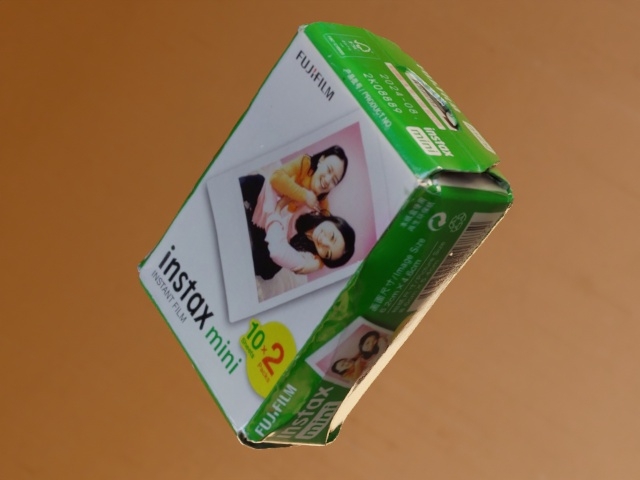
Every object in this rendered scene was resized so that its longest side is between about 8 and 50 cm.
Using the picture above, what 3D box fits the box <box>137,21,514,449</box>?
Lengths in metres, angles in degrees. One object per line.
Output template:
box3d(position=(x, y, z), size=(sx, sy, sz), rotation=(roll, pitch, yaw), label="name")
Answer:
box3d(position=(0.000, 0.000, 1.228), size=(0.103, 0.180, 0.250), rotation=(9, -54, -46), label="box")
